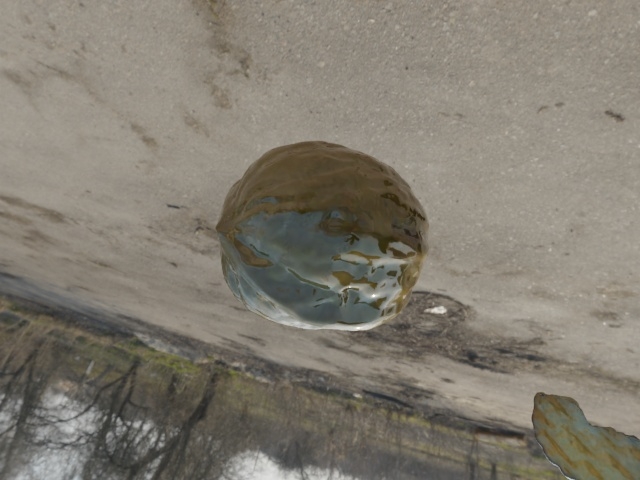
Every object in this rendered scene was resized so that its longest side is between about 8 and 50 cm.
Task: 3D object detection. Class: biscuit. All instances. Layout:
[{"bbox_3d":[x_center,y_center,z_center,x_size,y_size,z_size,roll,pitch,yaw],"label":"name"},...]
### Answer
[{"bbox_3d":[0.417,0.319,0.624,0.061,0.118,0.183,13,-174,-34],"label":"biscuit"}]

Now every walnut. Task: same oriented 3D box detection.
[{"bbox_3d":[0.000,0.000,0.403,0.213,0.213,0.213,12,153,6],"label":"walnut"}]
